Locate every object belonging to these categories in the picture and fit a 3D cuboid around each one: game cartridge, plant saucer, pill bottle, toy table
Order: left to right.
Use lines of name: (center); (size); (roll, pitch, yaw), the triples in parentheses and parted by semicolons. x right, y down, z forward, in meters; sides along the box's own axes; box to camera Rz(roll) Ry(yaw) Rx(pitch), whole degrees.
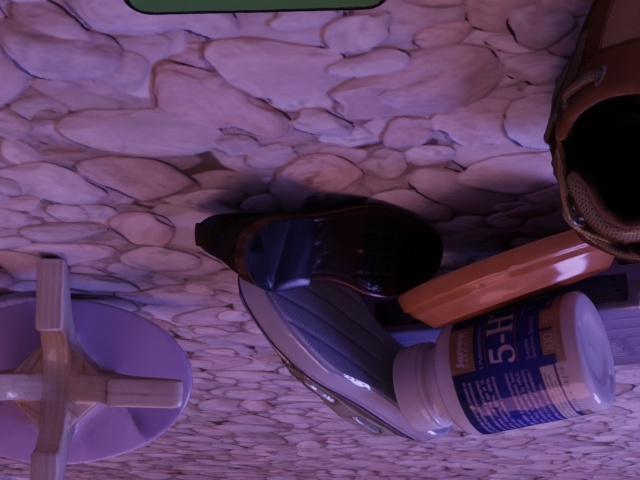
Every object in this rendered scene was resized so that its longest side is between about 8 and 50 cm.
toy table: (-0.270, 0.149, 1.136); (0.274, 0.252, 0.161); (-10, 177, -6)
pill bottle: (0.168, 0.121, 1.047); (0.187, 0.112, 0.112); (-17, 154, 27)
plant saucer: (0.165, 0.033, 0.957); (0.200, 0.037, 0.200); (-18, 172, -3)
game cartridge: (0.218, 0.091, 1.194); (0.355, 0.068, 0.230); (-8, 162, 23)

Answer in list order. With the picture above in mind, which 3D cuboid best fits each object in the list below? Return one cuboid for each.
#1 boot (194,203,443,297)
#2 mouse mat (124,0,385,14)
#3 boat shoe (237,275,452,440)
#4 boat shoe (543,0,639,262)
boot: (0.000, 0.000, 0.964); (0.219, 0.082, 0.106); (3, -171, -39)
mouse mat: (-0.042, -0.165, 0.561); (0.153, 0.007, 0.189); (-1, 159, 4)
boat shoe: (0.013, 0.117, 1.098); (0.094, 0.109, 0.302); (-21, 129, 35)
boat shoe: (0.179, -0.054, 0.654); (0.123, 0.120, 0.324); (20, 162, 17)
